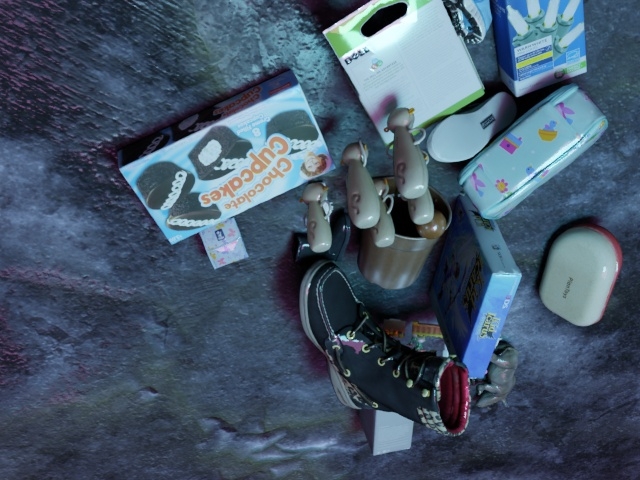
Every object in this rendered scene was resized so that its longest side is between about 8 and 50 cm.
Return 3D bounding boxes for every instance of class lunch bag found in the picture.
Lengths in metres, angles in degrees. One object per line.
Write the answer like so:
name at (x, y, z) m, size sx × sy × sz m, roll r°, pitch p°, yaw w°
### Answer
lunch bag at (-0.179, 0.001, 1.471) m, size 0.071 × 0.053 × 0.083 m, roll -19°, pitch 122°, yaw -5°
lunch bag at (0.377, -0.154, 1.446) m, size 0.279 × 0.108 × 0.224 m, roll -40°, pitch 170°, yaw 18°

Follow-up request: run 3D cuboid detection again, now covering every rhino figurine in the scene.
rhino figurine at (0.421, 0.338, 1.939) m, size 0.106 × 0.073 × 0.243 m, roll -10°, pitch 132°, yaw -7°

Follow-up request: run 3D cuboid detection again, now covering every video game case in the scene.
video game case at (0.293, 0.089, 1.573) m, size 0.061 × 0.244 × 0.270 m, roll 1°, pitch 127°, yaw -11°

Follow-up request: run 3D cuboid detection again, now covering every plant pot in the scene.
plant pot at (0.143, -0.007, 1.514) m, size 0.167 × 0.167 × 0.165 m, roll -3°, pitch 138°, yaw -16°

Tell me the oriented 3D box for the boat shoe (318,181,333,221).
boat shoe at (0.008, -0.061, 1.484) m, size 0.035 × 0.035 × 0.100 m, roll -20°, pitch 107°, yaw -16°

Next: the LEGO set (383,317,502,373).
LEGO set at (0.274, 0.232, 1.743) m, size 0.287 × 0.132 × 0.107 m, roll 5°, pitch 88°, yaw -24°

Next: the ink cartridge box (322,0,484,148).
ink cartridge box at (0.128, -0.303, 1.298) m, size 0.188 × 0.097 × 0.255 m, roll -30°, pitch 130°, yaw 7°

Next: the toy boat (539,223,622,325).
toy boat at (0.581, 0.062, 1.745) m, size 0.151 × 0.151 × 0.231 m, roll -31°, pitch 140°, yaw -35°

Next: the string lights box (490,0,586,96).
string lights box at (0.355, -0.381, 1.322) m, size 0.133 × 0.077 × 0.260 m, roll -21°, pitch 131°, yaw 0°

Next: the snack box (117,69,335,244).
snack box at (-0.154, -0.136, 1.360) m, size 0.321 × 0.060 × 0.187 m, roll -25°, pitch 132°, yaw 2°

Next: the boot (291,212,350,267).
boot at (0.000, -0.001, 1.536) m, size 0.099 × 0.045 × 0.121 m, roll -2°, pitch 132°, yaw -18°

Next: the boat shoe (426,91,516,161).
boat shoe at (0.252, -0.189, 1.394) m, size 0.219 × 0.070 × 0.078 m, roll -30°, pitch 100°, yaw -33°

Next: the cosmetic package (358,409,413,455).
cosmetic package at (0.151, 0.365, 1.834) m, size 0.107 × 0.127 × 0.238 m, roll -7°, pitch 132°, yaw -13°

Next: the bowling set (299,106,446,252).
bowling set at (0.114, -0.081, 1.363) m, size 0.199 × 0.154 × 0.287 m, roll 18°, pitch 145°, yaw -42°

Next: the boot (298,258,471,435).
boot at (0.125, 0.212, 1.535) m, size 0.138 × 0.284 × 0.377 m, roll -42°, pitch 129°, yaw -35°

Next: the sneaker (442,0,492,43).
sneaker at (0.231, -0.401, 1.286) m, size 0.073 × 0.063 × 0.162 m, roll -47°, pitch 126°, yaw -31°
